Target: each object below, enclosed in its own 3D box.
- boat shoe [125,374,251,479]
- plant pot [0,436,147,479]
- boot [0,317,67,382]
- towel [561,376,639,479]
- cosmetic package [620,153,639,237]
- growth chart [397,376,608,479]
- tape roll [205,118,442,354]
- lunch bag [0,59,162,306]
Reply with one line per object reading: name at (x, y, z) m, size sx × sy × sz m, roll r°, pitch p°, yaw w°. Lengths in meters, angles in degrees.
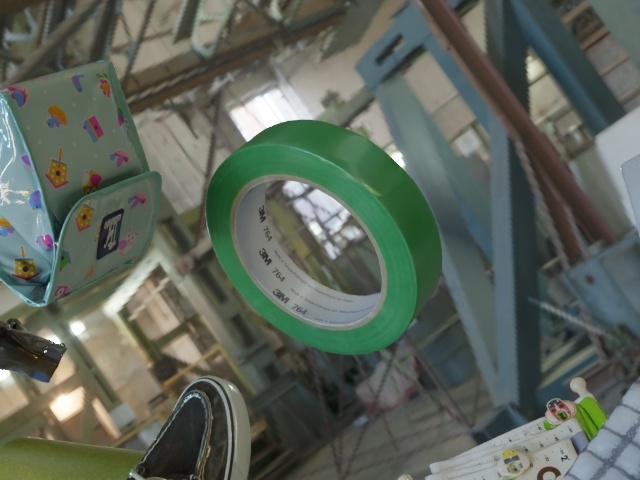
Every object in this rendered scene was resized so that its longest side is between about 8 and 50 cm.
boat shoe at (-0.110, 0.197, 0.701) m, size 0.078 × 0.219 × 0.070 m, roll -3°, pitch -27°, yaw 35°
plant pot at (-0.252, 0.335, 1.097) m, size 0.254 × 0.276 × 0.276 m, roll 11°, pitch 15°, yaw 19°
boot at (-0.397, 0.160, 1.323) m, size 0.082 × 0.106 × 0.219 m, roll -63°, pitch 3°, yaw -9°
towel at (0.225, 0.230, 0.558) m, size 0.283 × 0.235 × 0.121 m, roll -53°, pitch -25°, yaw -4°
cosmetic package at (0.503, 0.031, 1.087) m, size 0.230 × 0.161 × 0.453 m, roll -32°, pitch 28°, yaw 27°
growth chart at (0.191, 0.239, 0.922) m, size 0.237 × 0.021 × 0.172 m, roll -26°, pitch 40°, yaw -7°
tape roll at (0.000, 0.000, 1.285) m, size 0.321 × 0.321 × 0.077 m, roll -37°, pitch 5°, yaw 47°
lunch bag at (-0.318, -0.069, 1.211) m, size 0.160 × 0.262 × 0.223 m, roll -13°, pitch 12°, yaw 28°
